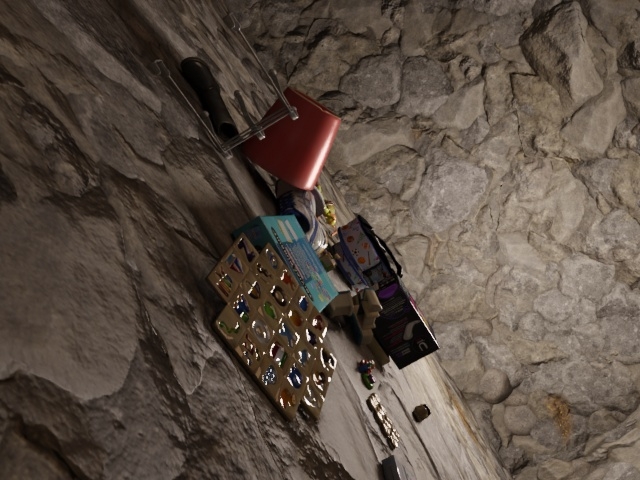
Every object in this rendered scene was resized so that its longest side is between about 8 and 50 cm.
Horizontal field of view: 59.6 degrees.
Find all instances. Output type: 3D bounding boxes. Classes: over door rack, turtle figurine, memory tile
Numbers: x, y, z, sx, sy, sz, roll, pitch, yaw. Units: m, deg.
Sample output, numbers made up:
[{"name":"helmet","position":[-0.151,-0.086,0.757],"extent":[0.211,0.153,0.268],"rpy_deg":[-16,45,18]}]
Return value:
[{"name":"over door rack","position":[-0.237,-0.396,1.442],"extent":[0.324,0.240,0.108],"rpy_deg":[53,14,-36]},{"name":"turtle figurine","position":[0.013,-0.147,2.351],"extent":[0.217,0.087,0.269],"rpy_deg":[63,11,22]},{"name":"memory tile","position":[0.173,0.488,1.522],"extent":[0.147,0.012,0.113],"rpy_deg":[62,11,11]}]

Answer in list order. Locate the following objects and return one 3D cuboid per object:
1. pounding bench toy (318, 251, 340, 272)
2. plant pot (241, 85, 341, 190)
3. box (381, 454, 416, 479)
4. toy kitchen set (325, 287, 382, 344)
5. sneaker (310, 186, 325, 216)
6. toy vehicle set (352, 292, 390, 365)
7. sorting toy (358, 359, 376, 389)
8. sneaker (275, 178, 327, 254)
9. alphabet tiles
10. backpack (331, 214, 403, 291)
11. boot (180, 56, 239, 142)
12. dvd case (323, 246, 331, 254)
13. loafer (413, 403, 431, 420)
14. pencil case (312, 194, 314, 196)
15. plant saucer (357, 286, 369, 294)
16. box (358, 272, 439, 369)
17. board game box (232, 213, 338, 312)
[{"name":"pounding bench toy","position":[0.030,0.067,1.833],"extent":[0.052,0.083,0.065],"rpy_deg":[59,11,-3]},{"name":"plant pot","position":[-0.078,-0.330,1.758],"extent":[0.275,0.243,0.275],"rpy_deg":[29,16,-9]},{"name":"box","position":[0.212,0.609,1.294],"extent":[0.186,0.038,0.145],"rpy_deg":[55,11,-28]},{"name":"toy kitchen set","position":[0.076,0.218,1.698],"extent":[0.207,0.166,0.122],"rpy_deg":[101,-23,-43]},{"name":"sneaker","position":[-0.065,-0.209,2.139],"extent":[0.258,0.094,0.091],"rpy_deg":[56,15,-15]},{"name":"toy vehicle set","position":[0.178,0.309,1.985],"extent":[0.165,0.035,0.267],"rpy_deg":[56,11,-16]},{"name":"sorting toy","position":[0.142,0.376,1.607],"extent":[0.061,0.042,0.102],"rpy_deg":[53,12,-32]},{"name":"sneaker","position":[-0.074,-0.095,1.733],"extent":[0.131,0.112,0.296],"rpy_deg":[31,27,-60]},{"name":"alphabet tiles","position":[-0.080,0.159,1.047],"extent":[0.342,0.011,0.285],"rpy_deg":[56,26,-17]},{"name":"backpack","position":[0.161,0.046,2.177],"extent":[0.263,0.213,0.276],"rpy_deg":[63,1,-28]},{"name":"boot","position":[-0.315,-0.401,1.601],"extent":[0.190,0.076,0.208],"rpy_deg":[39,29,-57]},{"name":"dvd case","position":[0.000,0.000,2.084],"extent":[0.119,0.013,0.087],"rpy_deg":[59,10,5]},{"name":"loafer","position":[0.367,0.611,1.990],"extent":[0.056,0.050,0.148],"rpy_deg":[62,11,13]},{"name":"pencil case","position":[-0.079,-0.168,2.025],"extent":[0.064,0.070,0.152],"rpy_deg":[66,12,19]},{"name":"plant saucer","position":[0.241,0.294,2.307],"extent":[0.310,0.050,0.310],"rpy_deg":[57,10,-17]},{"name":"box","position":[0.266,0.276,1.927],"extent":[0.270,0.165,0.143],"rpy_deg":[57,11,-14]},{"name":"board game box","position":[-0.073,0.064,1.368],"extent":[0.253,0.079,0.336],"rpy_deg":[60,10,3]}]
